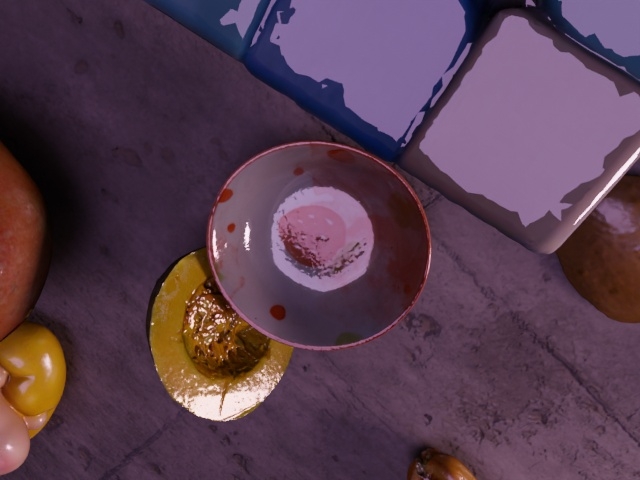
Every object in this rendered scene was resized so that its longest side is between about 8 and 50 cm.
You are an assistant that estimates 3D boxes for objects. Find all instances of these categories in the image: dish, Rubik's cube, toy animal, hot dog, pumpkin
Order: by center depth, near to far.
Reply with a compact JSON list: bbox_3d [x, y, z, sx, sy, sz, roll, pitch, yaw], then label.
[{"bbox_3d":[0.117,-0.261,0.426,0.347,0.347,0.344,32,116,-2],"label":"Rubik's cube"},{"bbox_3d":[0.000,0.000,0.709,0.260,0.085,0.260,2,110,6],"label":"dish"},{"bbox_3d":[-0.141,0.106,0.751,0.110,0.217,0.217,3,118,46],"label":"pumpkin"},{"bbox_3d":[0.219,0.400,0.847,0.100,0.068,0.249,-29,102,36],"label":"hot dog"},{"bbox_3d":[-0.544,0.217,0.851,0.278,0.247,0.345,-18,108,18],"label":"toy animal"}]

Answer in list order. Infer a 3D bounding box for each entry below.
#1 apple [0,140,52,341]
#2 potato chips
[{"bbox_3d":[-0.503,0.000,0.715,0.338,0.305,0.338,-2,98,-14],"label":"apple"},{"bbox_3d":[0.350,0.016,0.657,0.150,0.049,0.201,-26,111,28],"label":"potato chips"}]
